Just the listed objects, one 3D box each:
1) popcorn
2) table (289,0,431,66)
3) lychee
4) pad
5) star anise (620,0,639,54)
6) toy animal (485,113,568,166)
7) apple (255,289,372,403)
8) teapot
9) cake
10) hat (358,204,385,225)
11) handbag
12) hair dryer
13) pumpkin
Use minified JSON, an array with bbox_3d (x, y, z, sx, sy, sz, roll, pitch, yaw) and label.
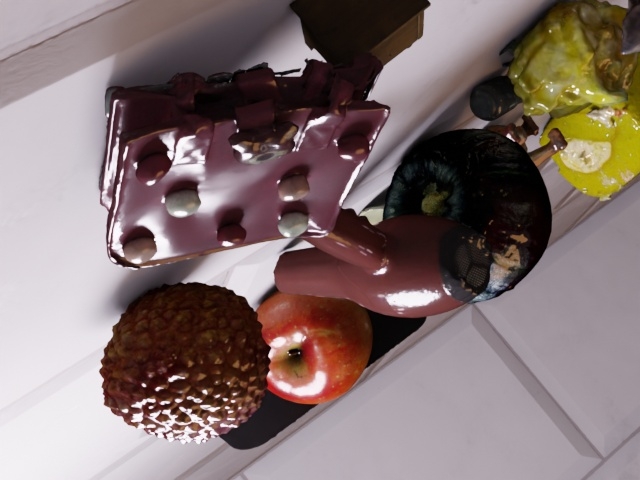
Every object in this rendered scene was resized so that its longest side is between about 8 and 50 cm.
[{"bbox_3d":[0.305,-0.221,1.391,0.173,0.142,0.173,-31,-168,7],"label":"popcorn"},{"bbox_3d":[0.032,-0.170,0.895,0.083,0.070,0.082,-39,167,-5],"label":"table"},{"bbox_3d":[-0.150,0.136,1.212,0.188,0.188,0.188,-37,168,-10],"label":"lychee"},{"bbox_3d":[0.000,0.216,1.766,0.375,0.063,0.315,-34,-153,-19],"label":"pad"},{"bbox_3d":[0.469,-0.321,1.290,0.332,0.117,0.331,-14,128,-18],"label":"star anise"},{"bbox_3d":[0.280,-0.120,1.791,0.157,0.097,0.312,-22,165,-17],"label":"toy animal"},{"bbox_3d":[-0.016,0.144,1.639,0.181,0.181,0.168,-43,-174,16],"label":"apple"},{"bbox_3d":[0.229,-0.194,1.461,0.049,0.063,0.083,-6,-161,46],"label":"teapot"},{"bbox_3d":[0.505,-0.187,1.951,0.156,0.179,0.260,-33,165,-24],"label":"cake"},{"bbox_3d":[0.124,-0.030,1.644,0.166,0.081,0.122,-6,141,-27],"label":"hat"},{"bbox_3d":[-0.063,-0.056,0.862,0.203,0.074,0.216,-9,159,-19],"label":"handbag"},{"bbox_3d":[0.000,0.000,1.305,0.312,0.123,0.340,-2,161,38],"label":"hair dryer"},{"bbox_3d":[0.190,-0.035,1.478,0.163,0.233,0.233,18,126,-44],"label":"pumpkin"}]
